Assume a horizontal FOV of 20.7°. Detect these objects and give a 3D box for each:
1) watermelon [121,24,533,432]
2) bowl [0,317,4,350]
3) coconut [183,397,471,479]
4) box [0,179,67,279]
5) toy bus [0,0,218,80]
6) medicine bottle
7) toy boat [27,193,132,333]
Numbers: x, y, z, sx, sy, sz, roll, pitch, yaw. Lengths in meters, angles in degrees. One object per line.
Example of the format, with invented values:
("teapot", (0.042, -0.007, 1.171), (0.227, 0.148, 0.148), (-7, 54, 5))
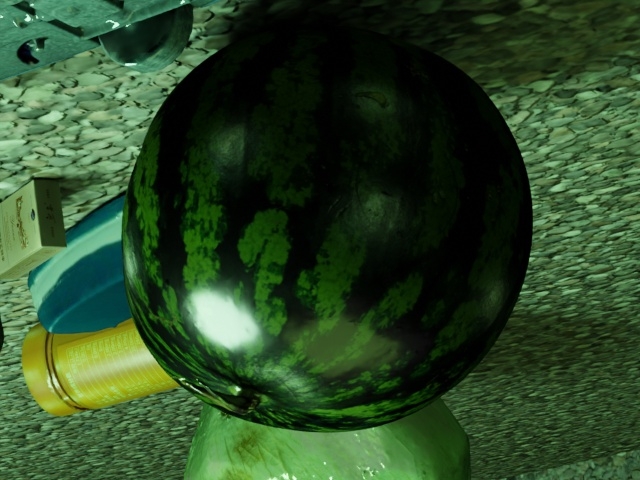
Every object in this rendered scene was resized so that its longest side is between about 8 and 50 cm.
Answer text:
("watermelon", (0.002, -0.005, 1.077), (0.269, 0.269, 0.269), (-9, 165, -2))
("bowl", (-0.298, -0.031, 0.902), (0.289, 0.146, 0.289), (11, -172, -2))
("coconut", (-0.004, 0.236, 1.883), (0.328, 0.328, 0.281), (-18, -171, 30))
("box", (-0.218, -0.007, 1.290), (0.024, 0.053, 0.083), (3, 162, -39))
("toy bus", (-0.163, -0.127, 0.735), (0.246, 0.134, 0.113), (-16, 161, 26))
("medicine bottle", (-0.173, 0.098, 1.619), (0.191, 0.096, 0.096), (-18, 163, 26))
("toy boat", (-0.143, 0.011, 1.382), (0.096, 0.062, 0.299), (1, 162, -32))
